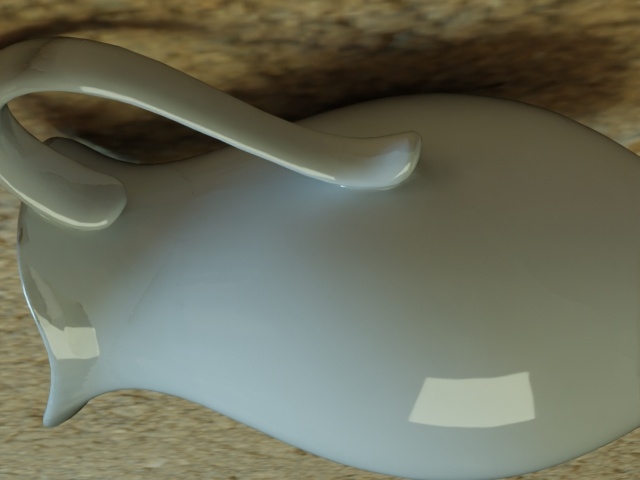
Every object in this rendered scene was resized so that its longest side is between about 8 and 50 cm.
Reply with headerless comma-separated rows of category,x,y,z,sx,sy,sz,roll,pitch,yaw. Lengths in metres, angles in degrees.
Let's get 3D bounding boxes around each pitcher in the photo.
pitcher,0.000,0.000,0.598,0.207,0.126,0.178,2,148,12
